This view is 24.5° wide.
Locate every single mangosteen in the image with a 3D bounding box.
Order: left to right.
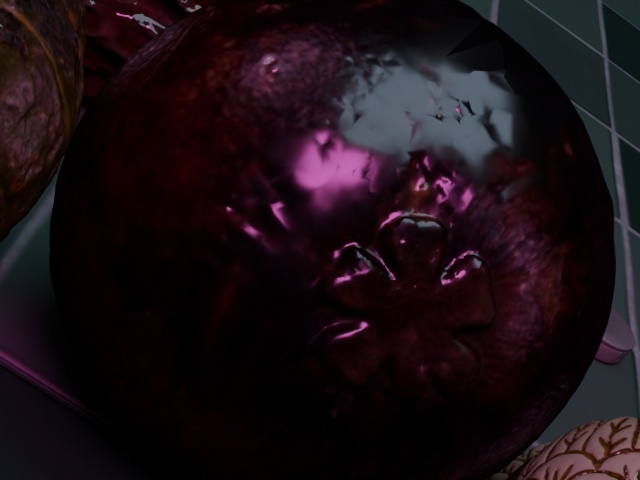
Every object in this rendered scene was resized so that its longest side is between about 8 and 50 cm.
[{"bbox_3d":[0.007,-0.003,0.792,0.297,0.297,0.293,31,23,-15],"label":"mangosteen"}]

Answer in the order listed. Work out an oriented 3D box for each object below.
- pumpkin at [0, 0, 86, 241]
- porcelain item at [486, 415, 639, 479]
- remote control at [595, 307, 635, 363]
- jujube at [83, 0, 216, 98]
[{"bbox_3d":[-0.233,-0.094,0.691,0.260,0.189,0.260,-1,55,2],"label":"pumpkin"},{"bbox_3d":[0.128,0.207,0.758,0.253,0.253,0.253,30,28,-18],"label":"porcelain item"},{"bbox_3d":[0.170,0.020,1.270,0.245,0.022,0.077,38,28,-1],"label":"remote control"},{"bbox_3d":[-0.101,-0.202,1.053,0.376,0.258,0.258,30,27,-28],"label":"jujube"}]
